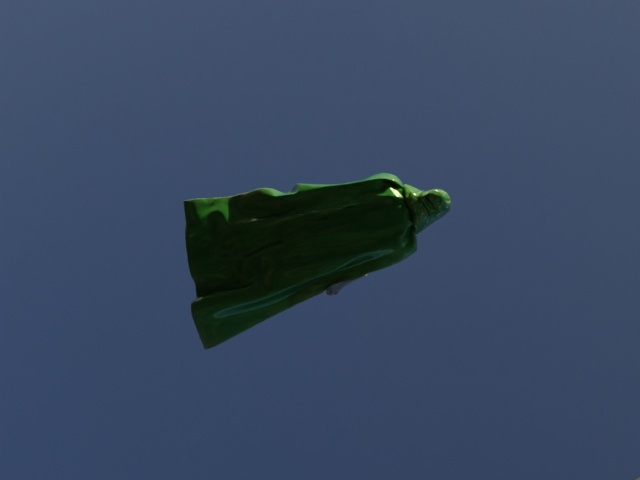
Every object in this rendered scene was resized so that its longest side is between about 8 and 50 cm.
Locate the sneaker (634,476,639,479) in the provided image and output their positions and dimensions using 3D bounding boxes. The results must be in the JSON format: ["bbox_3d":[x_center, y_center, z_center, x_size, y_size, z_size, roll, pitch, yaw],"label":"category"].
[{"bbox_3d":[0.152,0.280,0.583,0.125,0.139,0.341,11,-112,-14],"label":"sneaker"}]

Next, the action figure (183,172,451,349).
[{"bbox_3d":[0.000,0.000,1.058,0.232,0.063,0.137,-17,-106,19],"label":"action figure"}]
